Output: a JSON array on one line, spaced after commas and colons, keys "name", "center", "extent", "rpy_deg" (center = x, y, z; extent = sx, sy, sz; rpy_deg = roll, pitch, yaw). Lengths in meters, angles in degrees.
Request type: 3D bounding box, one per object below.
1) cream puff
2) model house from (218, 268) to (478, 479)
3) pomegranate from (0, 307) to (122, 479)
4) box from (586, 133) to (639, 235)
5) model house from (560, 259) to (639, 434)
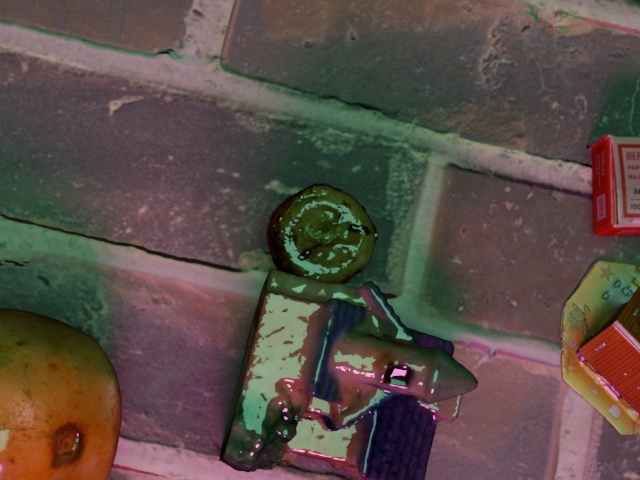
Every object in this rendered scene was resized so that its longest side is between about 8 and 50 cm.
[{"name": "cream puff", "center": [0.000, 0.000, 1.751], "extent": [0.149, 0.084, 0.149], "rpy_deg": [1, 84, -10]}, {"name": "model house", "center": [0.040, 0.187, 1.616], "extent": [0.280, 0.312, 0.245], "rpy_deg": [14, 78, -3]}, {"name": "pomegranate", "center": [-0.378, 0.212, 1.573], "extent": [0.307, 0.307, 0.307], "rpy_deg": [1, 82, -7]}, {"name": "box", "center": [0.466, -0.075, 1.807], "extent": [0.182, 0.099, 0.133], "rpy_deg": [1, 80, -7]}, {"name": "model house", "center": [0.427, 0.132, 1.755], "extent": [0.207, 0.136, 0.219], "rpy_deg": [-43, 89, -9]}]
